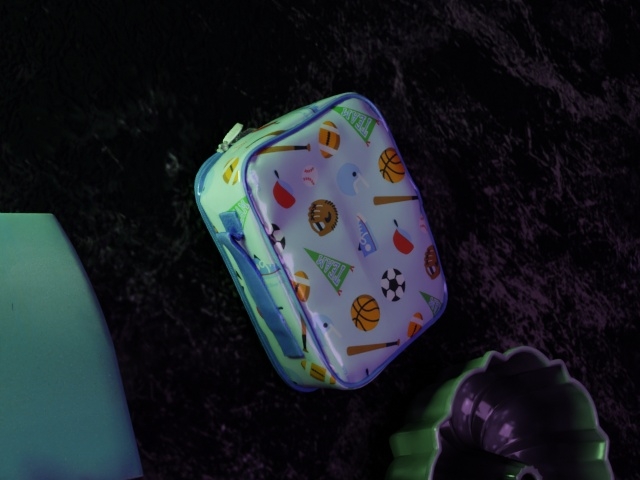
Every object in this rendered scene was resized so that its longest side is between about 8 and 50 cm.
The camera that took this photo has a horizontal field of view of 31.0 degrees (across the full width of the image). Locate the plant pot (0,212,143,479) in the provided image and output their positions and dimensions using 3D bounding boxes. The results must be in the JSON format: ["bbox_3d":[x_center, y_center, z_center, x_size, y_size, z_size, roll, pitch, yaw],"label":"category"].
[{"bbox_3d":[-0.275,0.102,0.964,0.165,0.166,0.234,-1,75,-41],"label":"plant pot"}]

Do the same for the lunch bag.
[{"bbox_3d":[0.000,0.000,1.247,0.243,0.115,0.303,-36,106,-37],"label":"lunch bag"}]

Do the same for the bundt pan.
[{"bbox_3d":[0.199,0.291,1.356,0.331,0.124,0.331,9,76,-40],"label":"bundt pan"}]
